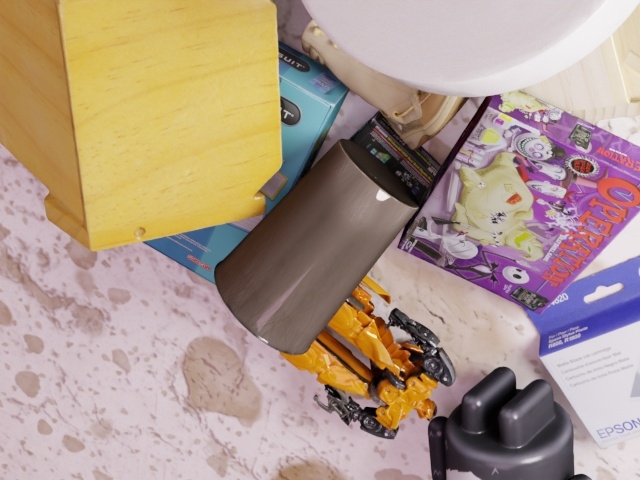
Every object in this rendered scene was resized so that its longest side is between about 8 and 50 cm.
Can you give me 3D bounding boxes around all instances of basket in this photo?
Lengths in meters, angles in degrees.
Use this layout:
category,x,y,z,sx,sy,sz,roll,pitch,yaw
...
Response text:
category,x,y,z,sx,sy,sz,roll,pitch,yaw
basket,0.000,0.000,1.652,0.154,0.204,0.227,39,105,-10

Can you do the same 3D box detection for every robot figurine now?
category,x,y,z,sx,sy,sz,roll,pitch,yaw
robot figurine,0.250,0.311,1.792,0.174,0.209,0.278,-10,118,-7
robot figurine,0.047,0.137,1.828,0.291,0.085,0.211,40,125,-3

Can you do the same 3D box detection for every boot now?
category,x,y,z,sx,sy,sz,roll,pitch,yaw
boot,0.081,-0.215,1.545,0.203,0.095,0.262,42,167,-2

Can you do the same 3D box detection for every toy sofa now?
category,x,y,z,sx,sy,sz,roll,pitch,yaw
toy sofa,0.270,-0.309,1.438,0.177,0.150,0.362,-6,116,30

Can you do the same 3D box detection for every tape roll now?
category,x,y,z,sx,sy,sz,roll,pitch,yaw
tape roll,0.145,-0.332,1.282,0.392,0.072,0.392,-4,82,28

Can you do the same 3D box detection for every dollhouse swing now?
category,x,y,z,sx,sy,sz,roll,pitch,yaw
dollhouse swing,-0.246,-0.222,1.643,0.315,0.305,0.347,-13,125,-16

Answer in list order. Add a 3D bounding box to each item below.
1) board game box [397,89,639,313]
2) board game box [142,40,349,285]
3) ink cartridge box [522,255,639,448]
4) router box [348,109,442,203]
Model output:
category,x,y,z,sx,sy,sz,roll,pitch,yaw
board game box,0.234,-0.038,1.574,0.208,0.056,0.347,21,151,-3
board game box,-0.141,-0.121,1.754,0.254,0.079,0.336,30,125,4
ink cartridge box,0.397,0.141,1.714,0.223,0.045,0.224,-26,106,32
router box,0.086,-0.093,1.705,0.122,0.038,0.092,44,125,-7
